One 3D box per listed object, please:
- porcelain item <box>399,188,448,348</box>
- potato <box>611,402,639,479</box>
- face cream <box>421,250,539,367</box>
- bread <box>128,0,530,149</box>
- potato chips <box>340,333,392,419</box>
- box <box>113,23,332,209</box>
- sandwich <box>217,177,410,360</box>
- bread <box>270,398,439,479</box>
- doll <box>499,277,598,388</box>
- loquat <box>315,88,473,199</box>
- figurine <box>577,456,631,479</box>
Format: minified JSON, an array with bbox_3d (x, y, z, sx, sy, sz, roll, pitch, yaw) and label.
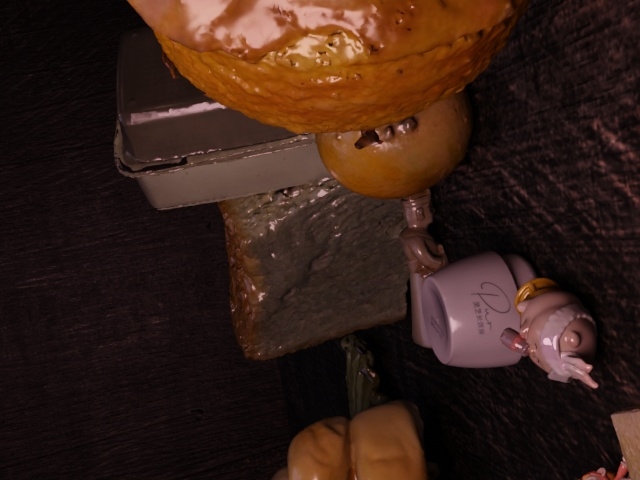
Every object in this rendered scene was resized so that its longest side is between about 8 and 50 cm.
[{"bbox_3d":[0.130,0.025,1.320,0.084,0.054,0.213,-145,44,-71],"label":"porcelain item"},{"bbox_3d":[0.260,0.145,0.745,0.122,0.061,0.086,124,132,-76],"label":"potato"},{"bbox_3d":[0.164,0.071,1.049,0.117,0.104,0.117,169,90,-78],"label":"face cream"},{"bbox_3d":[0.013,-0.284,0.827,0.215,0.397,0.398,83,172,-65],"label":"bread"},{"bbox_3d":[0.097,0.372,1.838,0.358,0.070,0.430,-111,16,-56],"label":"potato chips"},{"bbox_3d":[-0.109,-0.171,1.277,0.166,0.290,0.221,73,-173,-51],"label":"box"},{"bbox_3d":[-0.001,0.000,1.429,0.131,0.262,0.325,-117,19,-44],"label":"sandwich"},{"bbox_3d":[0.037,0.404,1.499,0.424,0.245,0.329,100,-177,-46],"label":"bread"},{"bbox_3d":[0.202,0.086,0.922,0.127,0.084,0.073,-104,8,-60],"label":"doll"},{"bbox_3d":[0.072,-0.125,1.120,0.172,0.204,0.150,-25,58,39],"label":"loquat"},{"bbox_3d":[0.256,0.212,0.873,0.109,0.047,0.064,140,126,-68],"label":"figurine"}]
